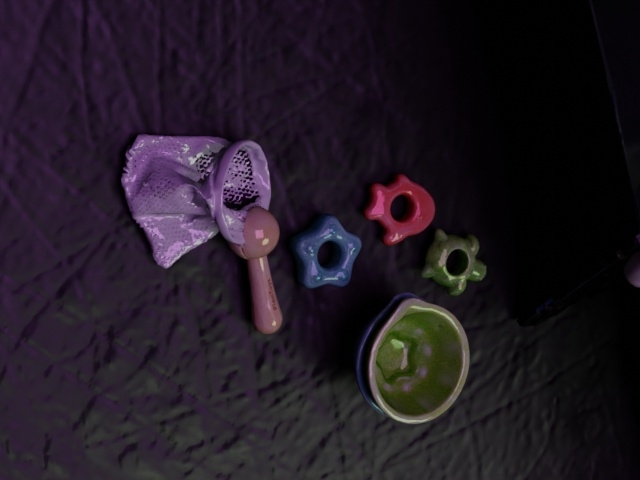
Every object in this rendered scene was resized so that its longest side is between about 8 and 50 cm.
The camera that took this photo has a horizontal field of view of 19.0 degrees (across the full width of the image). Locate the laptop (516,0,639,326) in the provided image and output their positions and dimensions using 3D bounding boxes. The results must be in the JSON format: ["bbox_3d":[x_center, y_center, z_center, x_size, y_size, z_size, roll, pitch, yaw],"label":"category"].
[{"bbox_3d":[0.212,-0.092,1.061,0.234,0.264,0.136,-29,83,-23],"label":"laptop"}]

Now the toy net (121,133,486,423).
[{"bbox_3d":[0.000,0.000,1.026,0.232,0.045,0.122,36,80,-30],"label":"toy net"}]

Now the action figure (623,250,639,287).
[{"bbox_3d":[0.338,-0.007,1.056,0.276,0.248,0.370,40,59,0],"label":"action figure"}]
